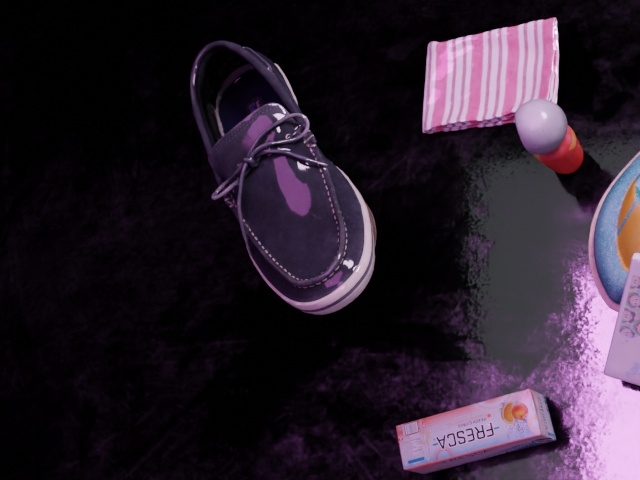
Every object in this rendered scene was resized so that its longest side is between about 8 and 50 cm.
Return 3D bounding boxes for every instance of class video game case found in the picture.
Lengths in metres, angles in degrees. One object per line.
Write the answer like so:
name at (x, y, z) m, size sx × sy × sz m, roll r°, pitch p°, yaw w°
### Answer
video game case at (0.397, 0.102, 1.065) m, size 0.143 × 0.019 × 0.157 m, roll 16°, pitch 120°, yaw 21°

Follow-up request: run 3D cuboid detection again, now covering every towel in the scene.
towel at (0.231, -0.228, 1.349) m, size 0.197 × 0.029 × 0.144 m, roll -5°, pitch 70°, yaw 30°

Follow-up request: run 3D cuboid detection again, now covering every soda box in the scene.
soda box at (0.188, 0.236, 1.191) m, size 0.183 × 0.063 × 0.058 m, roll -21°, pitch 64°, yaw 25°

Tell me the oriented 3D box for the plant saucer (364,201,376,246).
plant saucer at (0.000, 0.000, 1.411) m, size 0.168 × 0.029 × 0.168 m, roll -12°, pitch 66°, yaw 28°

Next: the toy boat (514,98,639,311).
toy boat at (0.366, -0.062, 1.135) m, size 0.318 × 0.148 × 0.267 m, roll 36°, pitch 94°, yaw 35°

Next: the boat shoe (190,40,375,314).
boat shoe at (-0.074, -0.104, 1.388) m, size 0.187 × 0.156 × 0.500 m, roll -34°, pitch 52°, yaw 14°
